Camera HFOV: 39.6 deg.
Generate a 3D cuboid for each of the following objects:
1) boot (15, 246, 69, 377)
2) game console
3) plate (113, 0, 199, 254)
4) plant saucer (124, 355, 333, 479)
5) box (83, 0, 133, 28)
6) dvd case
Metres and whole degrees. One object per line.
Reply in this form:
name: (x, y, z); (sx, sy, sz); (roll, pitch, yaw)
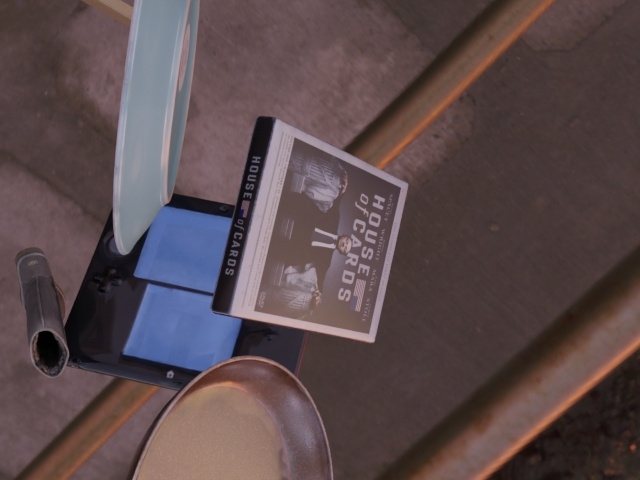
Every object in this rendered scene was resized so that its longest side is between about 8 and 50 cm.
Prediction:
boot: (-0.431, 0.134, 1.411); (0.076, 0.208, 0.190); (-24, 138, -14)
game console: (-0.200, 0.086, 1.470); (0.386, 0.342, 0.060); (11, 147, 7)
plate: (-0.085, -0.084, 0.482); (0.024, 0.188, 0.188); (8, 114, -6)
plant saucer: (-0.089, 0.265, 0.840); (0.050, 0.310, 0.311); (-4, 125, 34)
box: (-0.340, -0.373, 1.386); (0.201, 0.164, 0.021); (30, 91, -8)
dvd case: (0.000, 0.000, 0.865); (0.238, 0.029, 0.179); (18, 83, -52)
